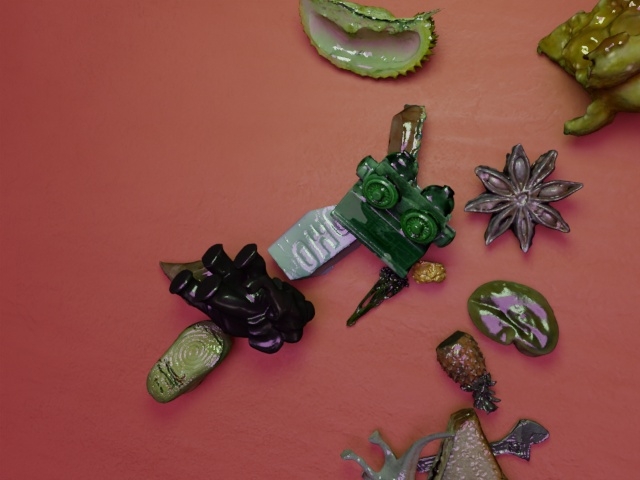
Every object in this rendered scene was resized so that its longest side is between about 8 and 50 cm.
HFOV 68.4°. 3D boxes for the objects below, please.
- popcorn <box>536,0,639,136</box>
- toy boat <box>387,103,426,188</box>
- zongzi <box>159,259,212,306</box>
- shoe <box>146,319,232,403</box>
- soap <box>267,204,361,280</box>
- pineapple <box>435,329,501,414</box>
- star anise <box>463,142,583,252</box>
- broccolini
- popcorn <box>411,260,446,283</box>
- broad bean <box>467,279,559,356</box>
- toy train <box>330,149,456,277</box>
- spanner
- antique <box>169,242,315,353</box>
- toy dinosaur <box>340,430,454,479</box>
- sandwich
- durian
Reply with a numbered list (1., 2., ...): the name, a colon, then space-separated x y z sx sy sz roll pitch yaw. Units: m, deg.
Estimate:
1. popcorn: 0.630 -0.358 0.961 0.290 0.321 0.326 15 110 -3
2. toy boat: 0.212 -0.181 1.138 0.099 0.108 0.293 -3 94 -18
3. zongzi: -0.336 0.060 1.285 0.189 0.081 0.178 -45 69 3
4. shoe: -0.349 0.313 1.251 0.262 0.128 0.140 -44 87 -1
5. soap: 0.000 0.000 1.189 0.230 0.091 0.145 -42 80 11
6. pineapple: 0.348 0.312 1.092 0.108 0.108 0.198 -30 88 12
7. star anise: 0.457 -0.097 1.070 0.236 0.109 0.223 -31 87 25
8. broccolini: 0.136 0.143 1.184 0.201 0.058 0.074 -48 64 24
9. popcorn: 0.261 0.076 1.130 0.082 0.083 0.057 -4 82 46
10. broad bean: 0.446 0.176 1.082 0.206 0.072 0.153 40 86 13
11. toy train: 0.173 -0.069 1.063 0.266 0.145 0.202 41 139 0
12. spanner: 0.376 0.498 1.117 0.325 0.026 0.093 -21 86 14
13. antique: -0.175 0.139 1.141 0.322 0.255 0.185 -3 48 47
14. toy dinosaur: 0.168 0.546 1.122 0.393 0.092 0.205 -42 81 18
15. sandwich: 0.307 0.558 1.076 0.254 0.099 0.288 -27 90 16
16. durian: 0.107 -0.494 1.130 0.351 0.169 0.158 19 93 13
